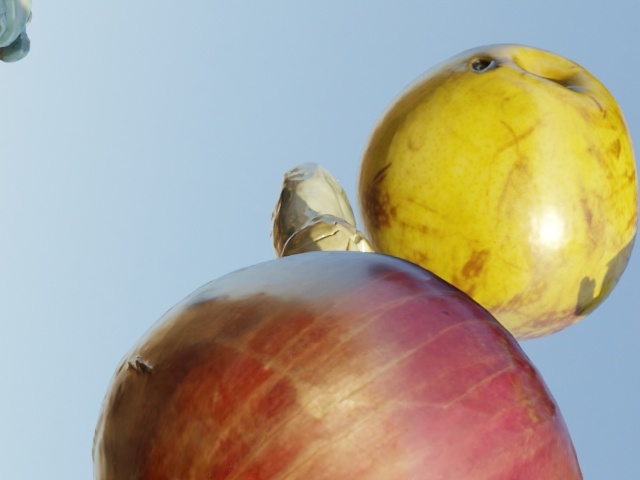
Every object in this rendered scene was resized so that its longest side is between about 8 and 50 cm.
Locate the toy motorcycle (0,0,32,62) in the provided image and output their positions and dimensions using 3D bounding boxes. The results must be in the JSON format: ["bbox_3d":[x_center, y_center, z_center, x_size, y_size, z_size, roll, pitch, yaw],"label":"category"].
[{"bbox_3d":[-0.373,-0.319,1.499,0.206,0.154,0.260,49,27,-83],"label":"toy motorcycle"}]

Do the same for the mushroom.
[{"bbox_3d":[-0.002,0.004,1.143,0.223,0.081,0.092,-99,-146,-73],"label":"mushroom"}]

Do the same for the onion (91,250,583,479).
[{"bbox_3d":[0.011,0.172,0.828,0.353,0.353,0.354,-9,-100,64],"label":"onion"}]

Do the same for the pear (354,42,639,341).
[{"bbox_3d":[0.168,-0.046,1.317,0.281,0.280,0.281,-9,-100,64],"label":"pear"}]
